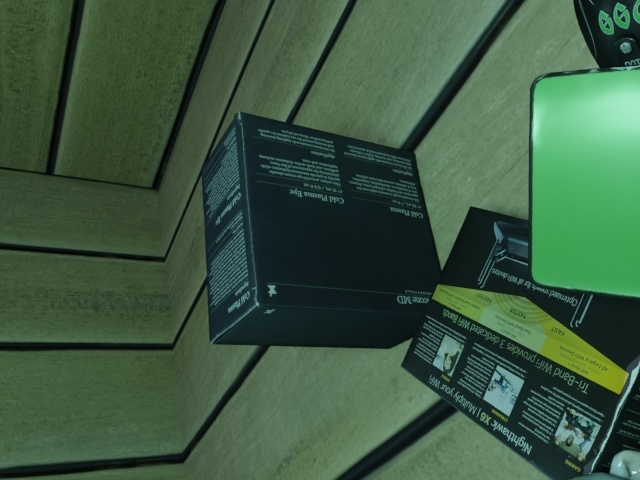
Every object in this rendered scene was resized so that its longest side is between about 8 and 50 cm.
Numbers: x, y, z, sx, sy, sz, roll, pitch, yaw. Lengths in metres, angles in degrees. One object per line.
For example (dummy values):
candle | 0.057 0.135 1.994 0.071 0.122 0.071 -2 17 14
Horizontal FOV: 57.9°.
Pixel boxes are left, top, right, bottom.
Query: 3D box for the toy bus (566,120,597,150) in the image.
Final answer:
toy bus | 0.311 -0.062 0.521 0.220 0.211 0.149 28 108 58

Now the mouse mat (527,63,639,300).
mouse mat | 0.244 -0.043 0.465 0.152 0.007 0.190 6 106 36

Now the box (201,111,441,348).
box | 0.000 0.000 0.939 0.179 0.343 0.313 -42 48 49

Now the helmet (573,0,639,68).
helmet | 0.304 -0.228 0.496 0.169 0.169 0.162 3 106 62

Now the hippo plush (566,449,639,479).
hippo plush | 0.296 0.278 0.435 0.237 0.234 0.294 63 179 22

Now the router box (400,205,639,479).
router box | 0.250 0.108 0.673 0.309 0.081 0.243 28 95 61
